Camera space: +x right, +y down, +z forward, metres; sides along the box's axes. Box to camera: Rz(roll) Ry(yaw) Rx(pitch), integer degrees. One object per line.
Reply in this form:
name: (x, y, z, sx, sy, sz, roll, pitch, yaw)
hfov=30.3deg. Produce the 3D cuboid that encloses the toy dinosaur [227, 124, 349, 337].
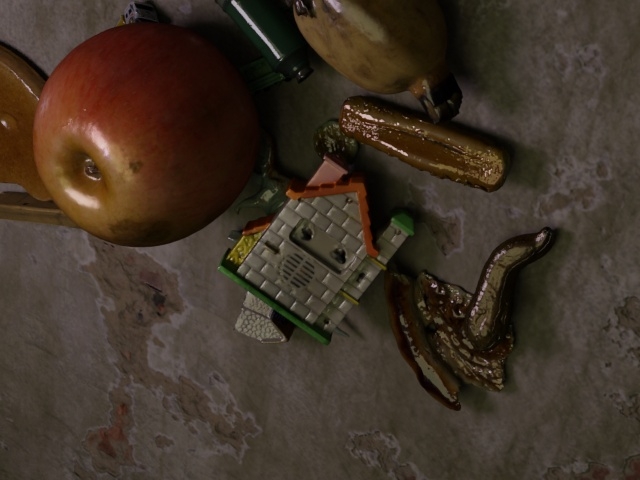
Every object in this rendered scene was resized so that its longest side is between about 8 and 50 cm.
toy dinosaur: (-0.068, 0.007, 2.025, 0.205, 0.092, 0.392, -32, 87, 35)

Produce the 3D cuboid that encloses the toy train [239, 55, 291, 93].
toy train: (-0.086, -0.272, 1.915, 0.093, 0.038, 0.056, -18, 98, 39)

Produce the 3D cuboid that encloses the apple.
apple: (-0.286, -0.162, 1.897, 0.364, 0.364, 0.363, 16, 122, 26)

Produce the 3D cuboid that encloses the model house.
model house: (-0.087, 0.127, 2.110, 0.100, 0.088, 0.100, 21, 103, 4)

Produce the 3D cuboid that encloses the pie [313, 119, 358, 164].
pie: (0.025, -0.156, 1.915, 0.084, 0.020, 0.084, 16, 123, 26)

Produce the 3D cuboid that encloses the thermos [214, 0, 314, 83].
thermos: (-0.077, -0.329, 1.850, 0.187, 0.083, 0.073, 51, 138, 5)

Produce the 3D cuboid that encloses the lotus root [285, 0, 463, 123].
lotus root: (0.094, -0.296, 1.698, 0.310, 0.183, 0.183, 45, 131, 2)

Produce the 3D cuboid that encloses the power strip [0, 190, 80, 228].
power strip: (-0.537, -0.060, 2.312, 0.305, 0.064, 0.044, 5, 120, 31)

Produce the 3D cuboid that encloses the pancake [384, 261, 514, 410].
pancake: (0.194, 0.169, 1.956, 0.257, 0.056, 0.212, 30, 125, 17)

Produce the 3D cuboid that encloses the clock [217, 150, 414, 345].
clock: (0.000, 0.000, 1.908, 0.220, 0.106, 0.255, 36, 104, -7)

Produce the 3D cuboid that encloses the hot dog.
hot dog: (0.157, -0.150, 1.803, 0.289, 0.068, 0.083, 25, 103, 26)

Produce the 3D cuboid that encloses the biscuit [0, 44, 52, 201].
biscuit: (-0.591, -0.215, 2.267, 0.344, 0.057, 0.287, 44, 130, 5)

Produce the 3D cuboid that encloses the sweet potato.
sweet potato: (0.283, 0.067, 1.826, 0.081, 0.062, 0.233, 31, 112, 16)

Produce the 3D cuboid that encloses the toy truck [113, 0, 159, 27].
toy truck: (-0.325, -0.355, 2.013, 0.123, 0.052, 0.062, -43, 53, 41)
